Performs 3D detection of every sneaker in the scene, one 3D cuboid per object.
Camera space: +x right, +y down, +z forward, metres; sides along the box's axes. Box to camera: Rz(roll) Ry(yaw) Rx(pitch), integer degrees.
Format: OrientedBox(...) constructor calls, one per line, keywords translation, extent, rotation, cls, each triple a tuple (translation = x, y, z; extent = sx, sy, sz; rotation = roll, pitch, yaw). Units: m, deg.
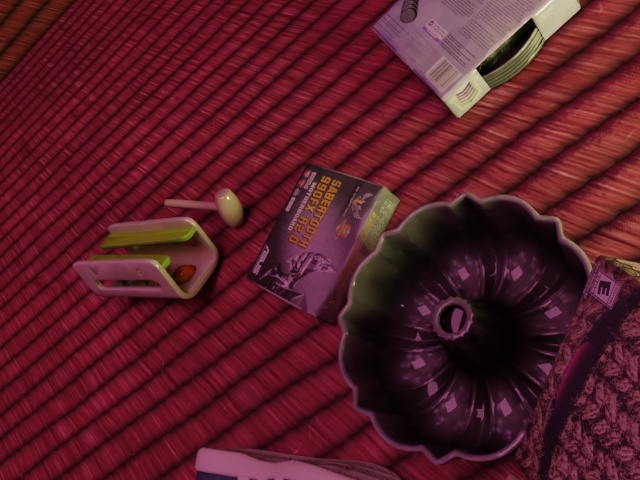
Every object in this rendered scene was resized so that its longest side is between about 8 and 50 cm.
OrientedBox(translation=(-0.036, 0.366, 0.835), extent=(0.350, 0.131, 0.148), rotation=(-10, 69, 41), cls="sneaker")

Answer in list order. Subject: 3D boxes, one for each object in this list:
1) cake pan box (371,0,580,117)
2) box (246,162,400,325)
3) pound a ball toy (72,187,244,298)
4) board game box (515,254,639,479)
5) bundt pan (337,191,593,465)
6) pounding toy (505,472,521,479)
OrientedBox(translation=(0.242, -0.360, 1.013), extent=(0.246, 0.070, 0.267), rotation=(-44, 48, 15), cls="cake pan box")
OrientedBox(translation=(0.000, 0.000, 1.028), extent=(0.183, 0.056, 0.231), rotation=(24, 85, 44), cls="box")
OrientedBox(translation=(-0.301, 0.021, 1.230), extent=(0.319, 0.135, 0.208), rotation=(-3, 41, 38), cls="pound a ball toy")
OrientedBox(translation=(0.305, 0.177, 0.472), extent=(0.291, 0.141, 0.232), rotation=(-112, 35, -69), cls="board game box")
OrientedBox(translation=(0.190, 0.113, 0.774), extent=(0.331, 0.124, 0.330), rotation=(-19, 57, 32), cls="bundt pan")
OrientedBox(translation=(0.216, 0.350, 0.661), extent=(0.206, 0.094, 0.181), rotation=(-13, 55, 23), cls="pounding toy")
